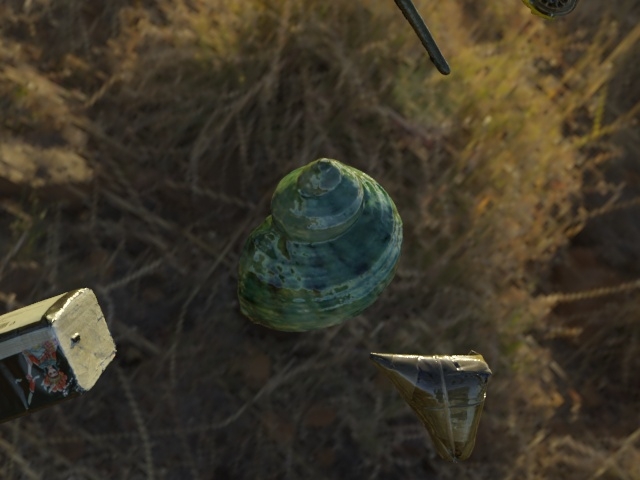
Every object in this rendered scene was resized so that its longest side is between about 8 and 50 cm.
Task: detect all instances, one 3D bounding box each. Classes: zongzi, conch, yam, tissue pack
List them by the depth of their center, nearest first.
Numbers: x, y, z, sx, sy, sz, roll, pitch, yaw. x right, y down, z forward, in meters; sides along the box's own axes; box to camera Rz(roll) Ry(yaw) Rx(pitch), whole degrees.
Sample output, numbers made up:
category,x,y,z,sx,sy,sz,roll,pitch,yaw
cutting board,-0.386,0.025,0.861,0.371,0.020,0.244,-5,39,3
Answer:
category,x,y,z,sx,sy,sz,roll,pitch,yaw
yam,0.090,-0.198,1.395,0.014,0.014,0.107,-33,92,-45
tissue pack,-0.287,0.116,1.406,0.090,0.170,0.103,68,20,-12
conch,0.000,0.003,1.572,0.176,0.188,0.122,-2,9,-7
zongzi,0.142,0.232,2.106,0.176,0.160,0.078,1,18,-18

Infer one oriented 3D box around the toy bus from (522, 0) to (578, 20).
category,x,y,z,sx,sy,sz,roll,pitch,yaw
toy bus,0.246,-0.401,1.638,0.152,0.330,0.144,21,55,15
